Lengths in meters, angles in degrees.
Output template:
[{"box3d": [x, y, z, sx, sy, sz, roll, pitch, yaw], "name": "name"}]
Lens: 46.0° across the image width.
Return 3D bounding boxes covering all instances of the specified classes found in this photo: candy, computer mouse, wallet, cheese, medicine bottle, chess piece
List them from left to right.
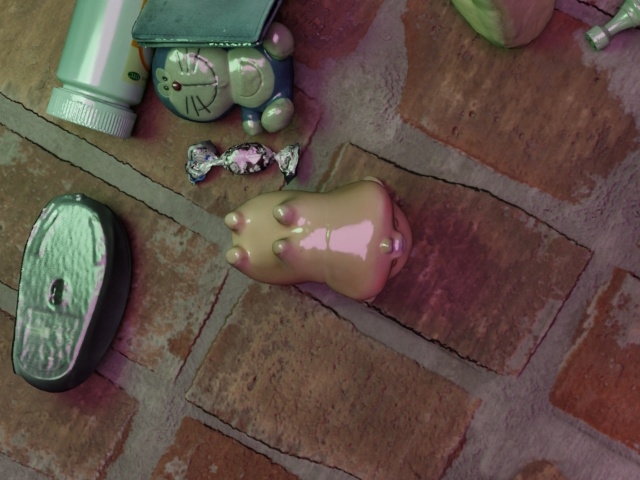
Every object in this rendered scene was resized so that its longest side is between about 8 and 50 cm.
[{"box3d": [-0.476, 0.098, 1.432, 0.203, 0.114, 0.374, 12, 87, 9], "name": "computer mouse"}, {"box3d": [-0.379, -0.359, 1.371, 0.158, 0.158, 0.318, 18, 96, 5], "name": "medicine bottle"}, {"box3d": [-0.161, -0.439, 1.286, 0.251, 0.054, 0.290, 4, 56, 26], "name": "wallet"}, {"box3d": [-0.146, -0.146, 1.412, 0.226, 0.051, 0.094, -3, 103, 9], "name": "candy"}, {"box3d": [0.298, -0.460, 1.298, 0.173, 0.251, 0.248, -45, 124, -5], "name": "cheese"}, {"box3d": [0.519, -0.377, 1.314, 0.103, 0.067, 0.067, -35, 89, 16], "name": "chess piece"}]

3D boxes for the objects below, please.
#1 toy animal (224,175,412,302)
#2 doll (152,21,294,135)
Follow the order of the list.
[{"box3d": [0.000, 0.000, 1.324, 0.326, 0.269, 0.237, 4, 94, 39], "name": "toy animal"}, {"box3d": [-0.173, -0.299, 1.346, 0.258, 0.154, 0.228, -3, 123, -1], "name": "doll"}]
